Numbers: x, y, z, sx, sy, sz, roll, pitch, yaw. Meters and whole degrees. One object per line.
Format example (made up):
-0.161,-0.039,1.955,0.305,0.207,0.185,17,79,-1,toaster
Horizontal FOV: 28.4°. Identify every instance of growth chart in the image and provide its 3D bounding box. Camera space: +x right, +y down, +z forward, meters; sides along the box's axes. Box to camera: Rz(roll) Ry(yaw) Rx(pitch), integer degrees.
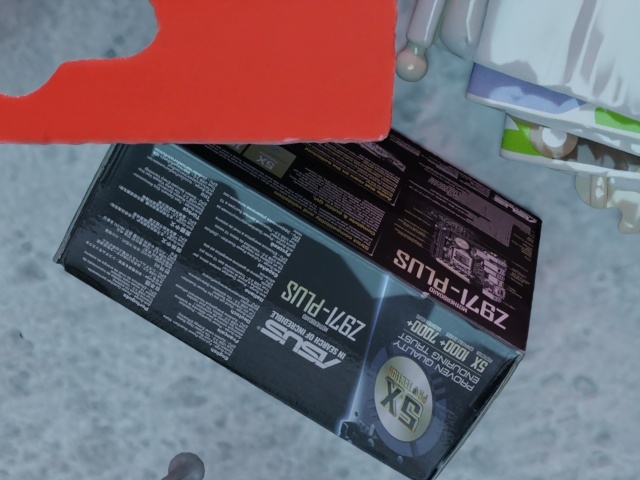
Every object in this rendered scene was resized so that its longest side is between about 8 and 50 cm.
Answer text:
0.150,-0.086,0.558,0.237,0.021,0.172,24,116,2,growth chart

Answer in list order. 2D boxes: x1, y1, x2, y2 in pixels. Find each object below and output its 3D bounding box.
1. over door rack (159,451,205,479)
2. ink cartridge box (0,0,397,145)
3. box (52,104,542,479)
-0.045,0.267,0.712,0.239,0.108,0.324,-38,114,23,over door rack
-0.125,-0.229,0.446,0.308,0.091,0.384,1,90,16,ink cartridge box
0.000,0.000,0.557,0.180,0.147,0.077,31,115,-2,box
